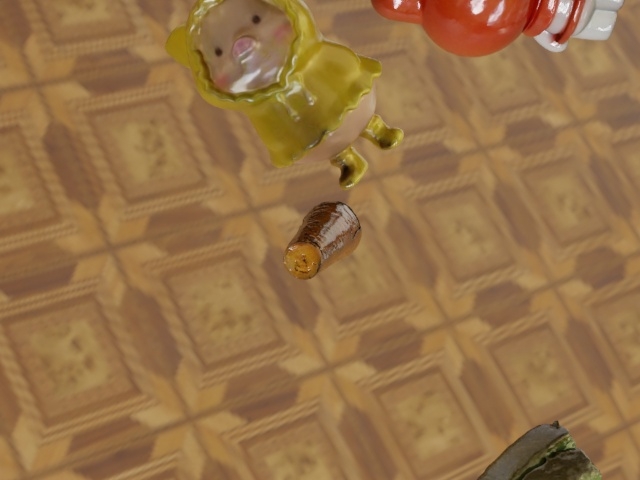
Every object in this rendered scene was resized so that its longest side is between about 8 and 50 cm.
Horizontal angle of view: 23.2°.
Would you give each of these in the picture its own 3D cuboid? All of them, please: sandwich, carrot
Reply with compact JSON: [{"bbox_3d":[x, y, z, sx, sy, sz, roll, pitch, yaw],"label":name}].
[{"bbox_3d":[0.206,0.287,1.505,0.185,0.109,0.160,-42,126,-8],"label":"sandwich"},{"bbox_3d":[0.000,0.000,1.378,0.055,0.055,0.161,52,14,0],"label":"carrot"}]

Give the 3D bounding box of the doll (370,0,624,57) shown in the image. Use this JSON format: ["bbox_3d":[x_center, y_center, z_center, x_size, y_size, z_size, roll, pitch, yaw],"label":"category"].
[{"bbox_3d":[0.157,-0.258,1.550,0.290,0.161,0.130,8,47,-8],"label":"doll"}]

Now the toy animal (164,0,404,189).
[{"bbox_3d":[-0.027,-0.154,1.483,0.230,0.156,0.156,47,47,-9],"label":"toy animal"}]
